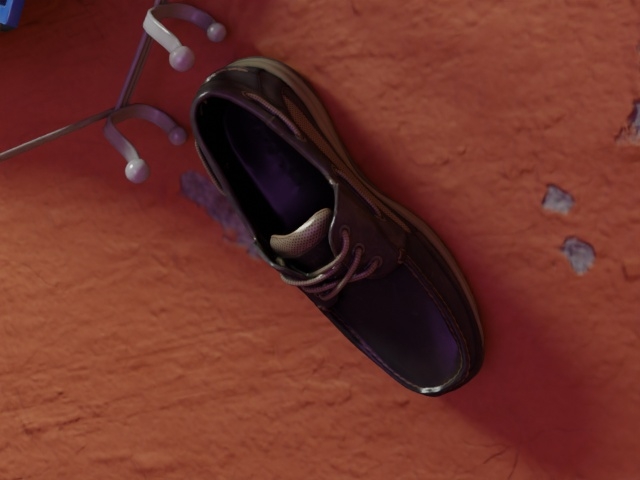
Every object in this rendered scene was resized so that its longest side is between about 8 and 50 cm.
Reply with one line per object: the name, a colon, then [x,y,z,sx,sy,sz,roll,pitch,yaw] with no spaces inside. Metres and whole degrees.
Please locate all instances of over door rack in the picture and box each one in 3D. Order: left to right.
over door rack: [-0.171,-0.165,1.103,0.108,0.324,0.239,32,114,20]

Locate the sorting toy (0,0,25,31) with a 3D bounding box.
sorting toy: [-0.307,-0.237,1.231,0.348,0.047,0.196,1,80,57]

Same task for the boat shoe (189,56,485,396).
boat shoe: [0.000,0.000,1.183,0.132,0.130,0.355,-43,85,26]
